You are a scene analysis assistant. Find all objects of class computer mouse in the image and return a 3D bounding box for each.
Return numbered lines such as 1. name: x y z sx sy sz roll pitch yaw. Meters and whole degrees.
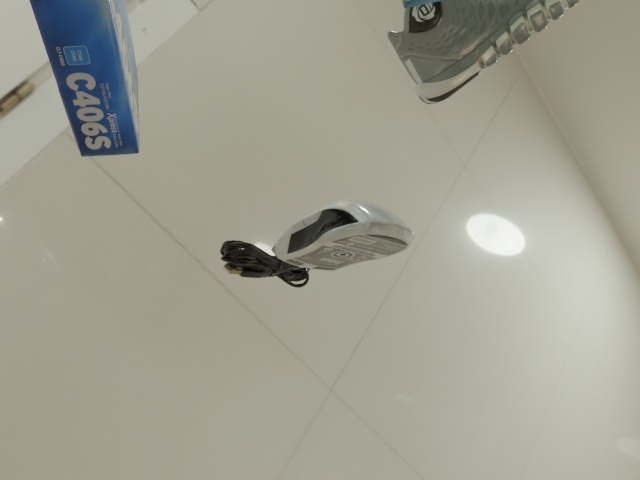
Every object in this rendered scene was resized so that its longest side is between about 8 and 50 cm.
1. computer mouse: 0.000 0.000 0.475 0.106 0.042 0.193 15 -23 -37

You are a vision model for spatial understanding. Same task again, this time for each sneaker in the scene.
1. sneaker: 0.168 -0.255 0.568 0.132 0.228 0.086 53 9 -8

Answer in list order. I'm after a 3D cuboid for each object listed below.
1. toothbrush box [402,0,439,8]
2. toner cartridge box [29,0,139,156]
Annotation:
1. toothbrush box: 0.192 -0.293 0.359 0.295 0.126 0.216 -12 -15 -1
2. toner cartridge box: -0.255 -0.267 0.602 0.075 0.165 0.348 -6 -32 -13
